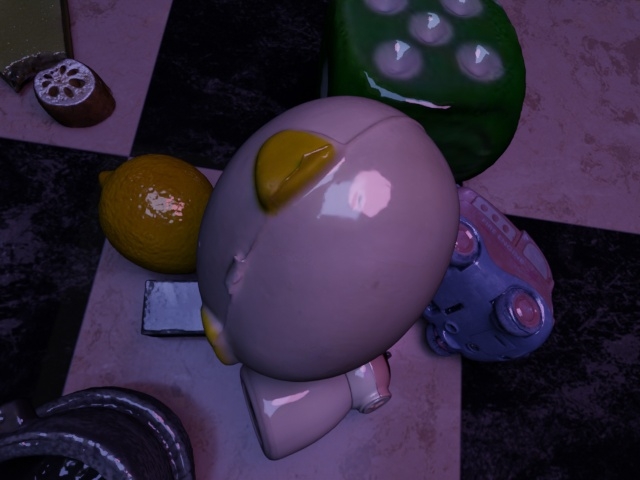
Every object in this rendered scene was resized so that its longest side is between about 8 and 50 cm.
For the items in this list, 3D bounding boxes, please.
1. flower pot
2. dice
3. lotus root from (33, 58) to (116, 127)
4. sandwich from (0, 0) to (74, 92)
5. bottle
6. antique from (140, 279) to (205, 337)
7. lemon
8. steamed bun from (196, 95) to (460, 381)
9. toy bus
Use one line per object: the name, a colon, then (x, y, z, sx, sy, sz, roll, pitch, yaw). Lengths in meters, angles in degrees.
flower pot: (-0.315, 0.329, 0.517, 0.299, 0.283, 0.299, 1, 77, -6)
dice: (0.148, -0.256, 0.739, 0.300, 0.297, 0.287, -1, 70, -7)
lotus root: (-0.462, -0.275, 0.788, 0.122, 0.081, 0.112, -35, 88, -15)
sandwich: (-0.560, -0.425, 0.830, 0.212, 0.063, 0.245, 43, 74, 3)
bottle: (0.005, 0.228, 0.660, 0.236, 0.147, 0.148, -15, 76, -19)
antique: (-0.189, 0.115, 0.694, 0.182, 0.088, 0.086, 1, 74, -6)
lemon: (-0.252, -0.040, 0.681, 0.244, 0.187, 0.187, 33, 72, -7)
steamed bun: (0.005, 0.004, 0.545, 0.333, 0.334, 0.374, 26, 116, 1)
toy bus: (0.261, 0.045, 0.716, 0.294, 0.197, 0.232, 47, 56, 4)
